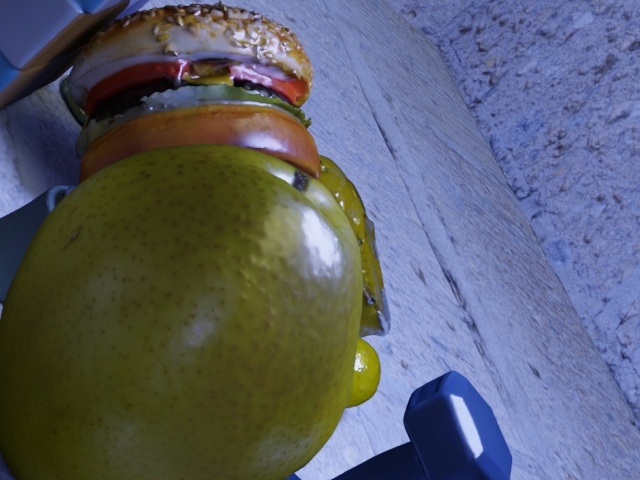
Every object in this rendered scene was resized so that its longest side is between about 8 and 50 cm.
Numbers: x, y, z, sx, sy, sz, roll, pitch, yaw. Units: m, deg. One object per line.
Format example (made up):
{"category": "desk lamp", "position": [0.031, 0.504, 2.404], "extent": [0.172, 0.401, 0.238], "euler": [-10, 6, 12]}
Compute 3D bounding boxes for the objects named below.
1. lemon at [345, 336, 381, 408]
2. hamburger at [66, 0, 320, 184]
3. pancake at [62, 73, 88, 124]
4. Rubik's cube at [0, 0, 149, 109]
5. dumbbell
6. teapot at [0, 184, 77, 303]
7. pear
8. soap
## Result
{"category": "lemon", "position": [0.034, 0.190, 2.216], "extent": [0.133, 0.109, 0.109], "euler": [12, 43, -61]}
{"category": "hamburger", "position": [-0.164, -0.160, 1.996], "extent": [0.330, 0.330, 0.250], "euler": [19, 57, -58]}
{"category": "pancake", "position": [-0.325, -0.189, 2.210], "extent": [0.129, 0.022, 0.116], "euler": [48, 18, 3]}
{"category": "Rubik's cube", "position": [-0.392, -0.401, 1.947], "extent": [0.346, 0.344, 0.347], "euler": [51, 17, -5]}
{"category": "dumbbell", "position": [0.057, 0.284, 1.758], "extent": [0.144, 0.325, 0.160], "euler": [25, 39, -61]}
{"category": "teapot", "position": [-0.284, 0.010, 1.743], "extent": [0.162, 0.149, 0.239], "euler": [46, 19, -21]}
{"category": "pear", "position": [-0.141, 0.098, 1.509], "extent": [0.362, 0.418, 0.362], "euler": [36, 20, -16]}
{"category": "soap", "position": [0.000, 0.000, 2.423], "extent": [0.259, 0.143, 0.281], "euler": [49, 18, -31]}
